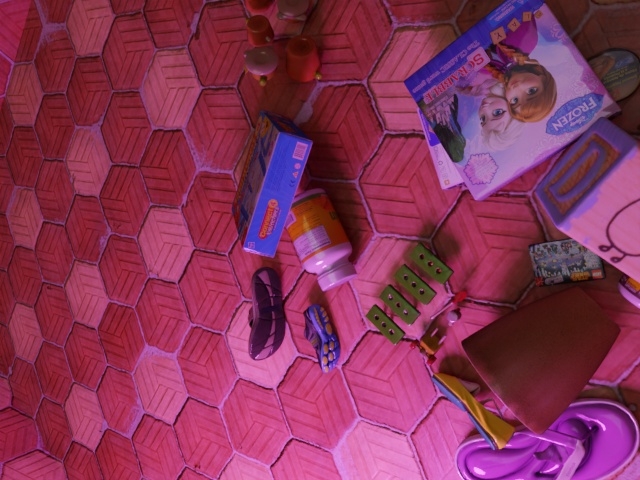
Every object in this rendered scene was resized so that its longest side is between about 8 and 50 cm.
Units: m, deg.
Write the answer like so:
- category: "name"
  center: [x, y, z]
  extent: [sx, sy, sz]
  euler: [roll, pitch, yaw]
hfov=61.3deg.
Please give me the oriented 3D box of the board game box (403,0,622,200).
- category: "board game box"
  center: [0.384, -0.300, 1.125]
  extent: [0.318, 0.066, 0.318]
  euler: [-35, 76, 28]

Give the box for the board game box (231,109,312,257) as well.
- category: "board game box"
  center: [-0.139, -0.160, 1.413]
  extent: [0.302, 0.086, 0.308]
  euler: [-123, 50, -63]

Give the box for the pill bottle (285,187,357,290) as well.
- category: "pill bottle"
  center: [0.000, 0.000, 1.411]
  extent: [0.136, 0.136, 0.246]
  euler: [-31, 78, 31]

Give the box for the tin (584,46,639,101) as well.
- category: "tin"
  center: [0.544, -0.311, 1.088]
  extent: [0.189, 0.040, 0.106]
  euler: [-20, 80, 32]

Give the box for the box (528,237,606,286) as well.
- category: "box"
  center: [0.520, 0.044, 1.143]
  extent: [0.137, 0.027, 0.094]
  euler: [-12, 89, 33]

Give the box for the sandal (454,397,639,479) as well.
- category: "sandal"
  center: [0.478, 0.472, 1.168]
  extent: [0.416, 0.102, 0.169]
  euler: [-33, 77, 31]

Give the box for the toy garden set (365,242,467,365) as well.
- category: "toy garden set"
  center: [0.254, 0.162, 1.319]
  extent: [0.204, 0.049, 0.244]
  euler: [44, 115, 24]

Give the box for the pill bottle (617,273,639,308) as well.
- category: "pill bottle"
  center: [0.663, 0.036, 0.996]
  extent: [0.117, 0.117, 0.215]
  euler: [38, 113, 24]

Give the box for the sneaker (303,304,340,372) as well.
- category: "sneaker"
  center: [-0.001, 0.270, 1.492]
  extent: [0.078, 0.067, 0.188]
  euler: [-22, 84, 54]

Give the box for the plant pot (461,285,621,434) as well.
- category: "plant pot"
  center: [0.462, 0.217, 1.101]
  extent: [0.254, 0.237, 0.237]
  euler: [-45, 70, 13]

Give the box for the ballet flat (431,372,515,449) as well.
- category: "ballet flat"
  center: [0.356, 0.377, 1.250]
  extent: [0.077, 0.077, 0.231]
  euler: [-37, 44, -6]

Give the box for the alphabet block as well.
- category: "alphabet block"
  center: [0.544, -0.077, 0.975]
  extent: [0.197, 0.193, 0.192]
  euler: [30, 119, -7]

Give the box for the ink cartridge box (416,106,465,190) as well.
- category: "ink cartridge box"
  center: [0.344, -0.244, 1.218]
  extent: [0.208, 0.045, 0.206]
  euler: [-19, 84, 32]

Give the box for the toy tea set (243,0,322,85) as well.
- category: "toy tea set"
  center: [-0.109, -0.547, 1.447]
  extent: [0.200, 0.124, 0.336]
  euler: [-8, 69, 0]

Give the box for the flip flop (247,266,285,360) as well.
- category: "flip flop"
  center: [-0.169, 0.211, 1.571]
  extent: [0.080, 0.112, 0.277]
  euler: [11, 105, 58]
